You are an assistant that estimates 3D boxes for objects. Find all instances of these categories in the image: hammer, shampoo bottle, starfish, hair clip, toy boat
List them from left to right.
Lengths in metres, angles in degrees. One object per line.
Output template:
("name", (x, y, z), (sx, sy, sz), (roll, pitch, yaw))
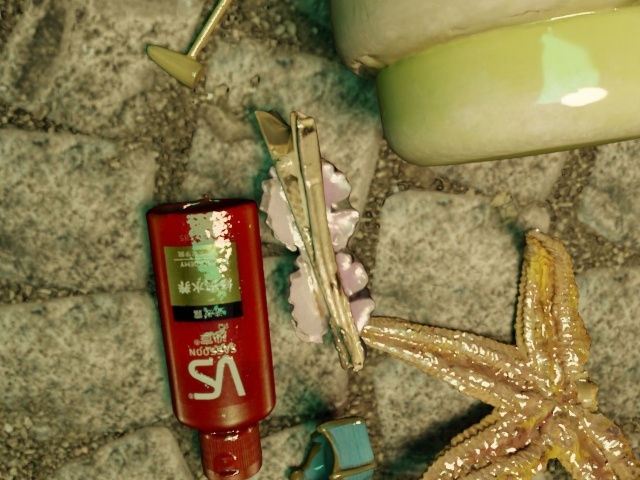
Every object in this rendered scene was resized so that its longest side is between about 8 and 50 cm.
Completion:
("shampoo bottle", (-0.113, 0.110, 0.734), (0.118, 0.076, 0.314), (-5, 103, -6))
("hammer", (-0.103, -0.253, 0.683), (0.060, 0.028, 0.195), (34, 95, -4))
("hair clip", (0.000, 0.000, 0.702), (0.106, 0.084, 0.292), (-21, 103, -30))
("toy boat", (0.006, 0.244, 0.738), (0.077, 0.185, 0.075), (-10, 67, -11))
("shampoo bottle", (0.164, -0.227, 0.551), (0.323, 0.322, 0.317), (-11, 95, -1))
("starfish", (0.233, 0.185, 0.735), (0.384, 0.132, 0.398), (-12, 92, -6))
